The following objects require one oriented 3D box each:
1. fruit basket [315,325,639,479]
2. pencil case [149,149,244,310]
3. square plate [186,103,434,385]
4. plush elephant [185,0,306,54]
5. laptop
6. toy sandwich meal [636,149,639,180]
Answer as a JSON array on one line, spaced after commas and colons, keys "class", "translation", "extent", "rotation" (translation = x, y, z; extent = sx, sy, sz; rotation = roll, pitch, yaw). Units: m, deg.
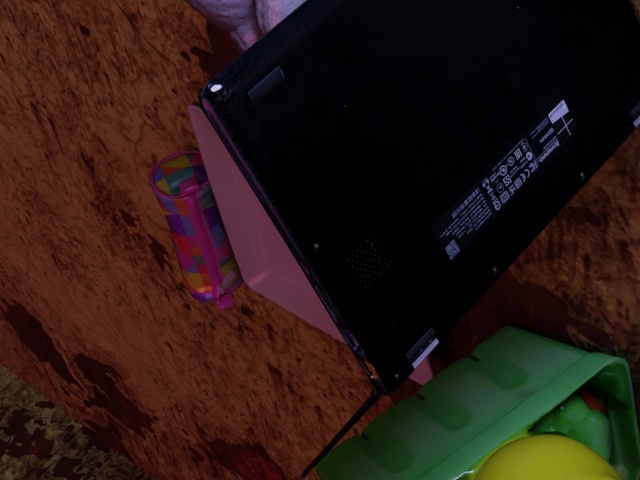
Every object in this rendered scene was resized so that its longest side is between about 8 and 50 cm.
[{"class": "fruit basket", "translation": [0.217, 0.293, 1.343], "extent": [0.392, 0.392, 0.283], "rotation": [22, 145, 39]}, {"class": "pencil case", "translation": [-0.166, -0.015, 1.770], "extent": [0.104, 0.104, 0.236], "rotation": [26, 148, 34]}, {"class": "square plate", "translation": [0.000, 0.000, 1.604], "extent": [0.347, 0.049, 0.344], "rotation": [27, 147, 34]}, {"class": "plush elephant", "translation": [0.004, -0.288, 1.020], "extent": [0.255, 0.272, 0.330], "rotation": [-27, 145, 28]}, {"class": "laptop", "translation": [0.077, -0.057, 1.042], "extent": [0.236, 0.382, 0.408], "rotation": [4, 132, 53]}, {"class": "toy sandwich meal", "translation": [0.314, -0.056, 1.099], "extent": [0.085, 0.029, 0.086], "rotation": [39, 154, 24]}]
